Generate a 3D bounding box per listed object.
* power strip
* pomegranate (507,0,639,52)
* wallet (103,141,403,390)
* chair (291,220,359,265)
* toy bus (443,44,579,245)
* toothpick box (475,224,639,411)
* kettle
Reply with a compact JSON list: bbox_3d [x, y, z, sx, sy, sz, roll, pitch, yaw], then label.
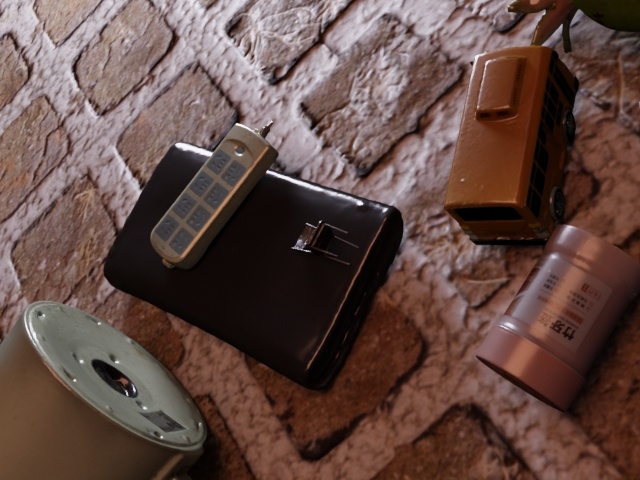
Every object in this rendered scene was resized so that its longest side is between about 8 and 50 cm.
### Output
[{"bbox_3d":[-0.131,-0.062,1.165,0.227,0.029,0.080,-53,48,-1],"label":"power strip"},{"bbox_3d":[0.303,-0.290,0.974,0.224,0.181,0.181,-30,50,39],"label":"pomegranate"},{"bbox_3d":[-0.098,0.014,1.164,0.406,0.062,0.228,21,79,40],"label":"wallet"},{"bbox_3d":[-0.001,-0.001,1.036,0.086,0.042,0.037,19,74,38],"label":"chair"},{"bbox_3d":[0.200,-0.104,0.975,0.098,0.114,0.201,0,66,35],"label":"toy bus"},{"bbox_3d":[0.226,0.072,0.871,0.098,0.098,0.149,29,84,42],"label":"toothpick box"},{"bbox_3d":[-0.305,0.323,1.059,0.361,0.250,0.377,41,96,14],"label":"kettle"}]
